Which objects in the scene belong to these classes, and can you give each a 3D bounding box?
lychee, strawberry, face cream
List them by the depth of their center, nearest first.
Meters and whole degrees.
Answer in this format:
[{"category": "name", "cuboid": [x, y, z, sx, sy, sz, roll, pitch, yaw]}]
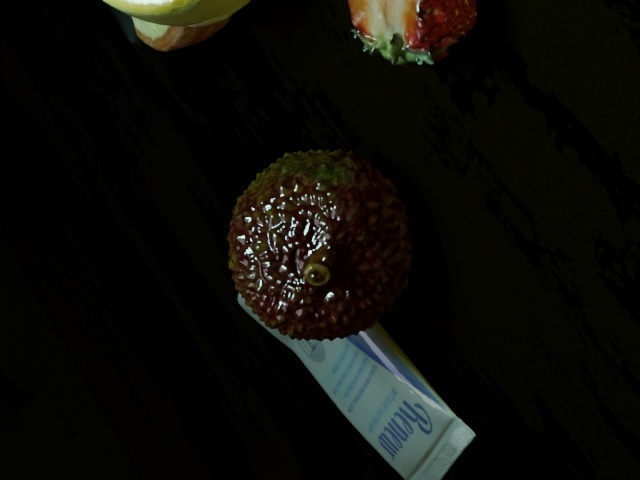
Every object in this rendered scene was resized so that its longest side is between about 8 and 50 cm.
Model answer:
[{"category": "strawberry", "cuboid": [0.086, -0.292, 1.479, 0.174, 0.098, 0.228, -1, 106, 63]}, {"category": "lychee", "cuboid": [0.000, 0.000, 1.759, 0.271, 0.236, 0.236, -105, 3, -69]}, {"category": "face cream", "cuboid": [0.038, 0.150, 1.968, 0.420, 0.137, 0.235, 48, 149, 15]}]

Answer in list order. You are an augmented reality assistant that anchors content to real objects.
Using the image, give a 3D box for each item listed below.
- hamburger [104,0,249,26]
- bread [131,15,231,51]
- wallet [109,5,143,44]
[{"category": "hamburger", "cuboid": [-0.170, -0.401, 1.741, 0.300, 0.176, 0.300, 4, 98, 27]}, {"category": "bread", "cuboid": [-0.191, -0.358, 1.965, 0.190, 0.123, 0.244, 62, 156, 10]}, {"category": "wallet", "cuboid": [-0.300, -0.428, 2.227, 0.149, 0.044, 0.250, 59, 155, 27]}]
